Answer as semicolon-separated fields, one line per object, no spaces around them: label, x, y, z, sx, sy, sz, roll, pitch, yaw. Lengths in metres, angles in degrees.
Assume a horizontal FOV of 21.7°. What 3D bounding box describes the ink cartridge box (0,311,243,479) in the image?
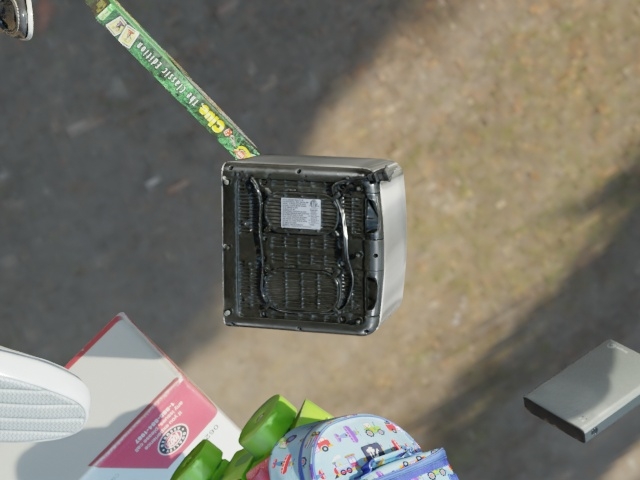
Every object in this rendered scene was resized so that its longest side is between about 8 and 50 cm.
ink cartridge box;-0.212;0.315;2.071;0.279;0.160;0.384;-46;138;-7

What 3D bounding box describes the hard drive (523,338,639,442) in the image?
hard drive;0.304;0.163;1.830;0.135;0.094;0.022;-30;126;-27

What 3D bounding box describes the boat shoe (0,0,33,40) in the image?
boat shoe;-0.279;-0.202;1.449;0.038;0.125;0.046;-4;113;-25

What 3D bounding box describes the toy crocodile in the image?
toy crocodile;-0.071;0.253;1.709;0.340;0.115;0.105;-37;-167;45

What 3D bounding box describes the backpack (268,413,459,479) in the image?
backpack;0.044;0.227;1.480;0.158;0.173;0.117;-9;157;-36

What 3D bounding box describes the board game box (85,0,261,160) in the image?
board game box;-0.169;-0.187;1.917;0.030;0.136;0.259;-43;114;5

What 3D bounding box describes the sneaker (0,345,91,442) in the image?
sneaker;-0.300;0.084;1.291;0.258;0.091;0.094;15;136;-12

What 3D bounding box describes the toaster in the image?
toaster;0.000;0.000;1.631;0.186;0.168;0.110;3;-168;18
